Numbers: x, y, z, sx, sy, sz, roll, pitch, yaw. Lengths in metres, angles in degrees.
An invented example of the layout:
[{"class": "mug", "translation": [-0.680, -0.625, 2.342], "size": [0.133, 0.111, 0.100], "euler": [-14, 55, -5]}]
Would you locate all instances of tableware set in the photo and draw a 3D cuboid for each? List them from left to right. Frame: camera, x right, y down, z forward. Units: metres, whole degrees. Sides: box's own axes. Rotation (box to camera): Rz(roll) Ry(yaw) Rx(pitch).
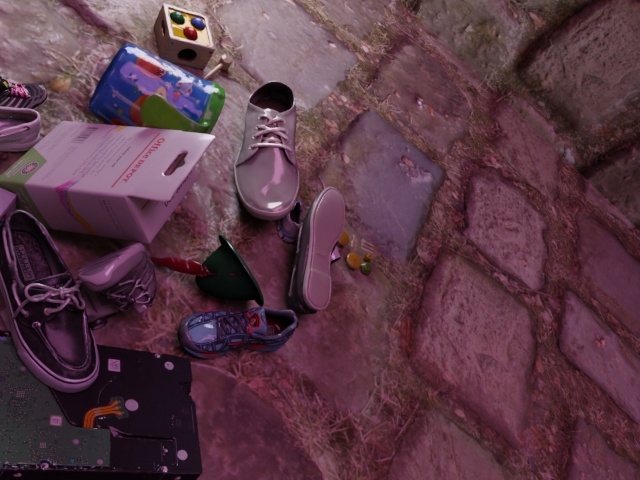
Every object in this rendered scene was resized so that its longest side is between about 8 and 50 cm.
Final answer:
[{"class": "tableware set", "translation": [0.081, 0.030, 1.468], "size": [0.154, 0.024, 0.104], "euler": [25, 53, -24]}]

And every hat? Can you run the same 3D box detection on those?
[{"class": "hat", "translation": [-0.249, 0.100, 1.137], "size": [0.184, 0.173, 0.208], "euler": [-31, 50, -17]}]

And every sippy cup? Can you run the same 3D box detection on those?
[{"class": "sippy cup", "translation": [-0.364, -0.296, 1.166], "size": [0.224, 0.305, 0.240], "euler": [31, 60, -29]}]

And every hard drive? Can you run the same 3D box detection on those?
[{"class": "hard drive", "translation": [-0.370, 0.280, 0.875], "size": [0.339, 0.064, 0.237], "euler": [18, 33, -34]}]

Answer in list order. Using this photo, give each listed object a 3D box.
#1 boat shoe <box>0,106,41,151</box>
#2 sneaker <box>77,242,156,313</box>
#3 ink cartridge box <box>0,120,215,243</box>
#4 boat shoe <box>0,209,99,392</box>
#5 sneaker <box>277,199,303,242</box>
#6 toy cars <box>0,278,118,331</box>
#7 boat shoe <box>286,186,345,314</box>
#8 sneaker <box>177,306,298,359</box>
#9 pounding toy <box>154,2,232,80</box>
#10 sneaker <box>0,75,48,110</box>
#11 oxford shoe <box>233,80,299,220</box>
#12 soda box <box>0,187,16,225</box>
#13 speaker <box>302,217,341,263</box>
[{"class": "boat shoe", "translation": [-0.671, -0.218, 1.000], "size": [0.277, 0.096, 0.098], "euler": [-18, 75, -42]}, {"class": "sneaker", "translation": [-0.339, 0.075, 0.966], "size": [0.105, 0.281, 0.115], "euler": [-23, 89, -3]}, {"class": "ink cartridge box", "translation": [-0.376, -0.112, 1.004], "size": [0.354, 0.119, 0.207], "euler": [8, 46, 17]}, {"class": "boat shoe", "translation": [-0.434, 0.091, 0.860], "size": [0.113, 0.105, 0.306], "euler": [-10, 66, -47]}, {"class": "sneaker", "translation": [-0.078, -0.095, 1.384], "size": [0.071, 0.083, 0.190], "euler": [0, 62, -36]}, {"class": "toy cars", "translation": [-0.541, 0.082, 0.913], "size": [0.394, 0.087, 0.176], "euler": [23, 52, -25]}, {"class": "boat shoe", "translation": [-0.019, 0.020, 1.309], "size": [0.112, 0.095, 0.335], "euler": [31, 56, -34]}, {"class": "sneaker", "translation": [-0.163, 0.173, 1.115], "size": [0.262, 0.125, 0.104], "euler": [1, 62, -37]}, {"class": "pounding toy", "translation": [-0.327, -0.528, 1.462], "size": [0.206, 0.094, 0.181], "euler": [2, 62, -36]}, {"class": "sneaker", "translation": [-0.640, -0.302, 1.093], "size": [0.170, 0.075, 0.063], "euler": [-21, 77, -43]}, {"class": "oxford shoe", "translation": [-0.132, -0.247, 1.378], "size": [0.169, 0.130, 0.449], "euler": [6, 55, -8]}, {"class": "soda box", "translation": [-0.654, -0.083, 0.930], "size": [0.216, 0.069, 0.074], "euler": [26, 50, -14]}, {"class": "speaker", "translation": [0.000, 0.000, 1.400], "size": [0.055, 0.055, 0.136], "euler": [-19, 75, -43]}]
